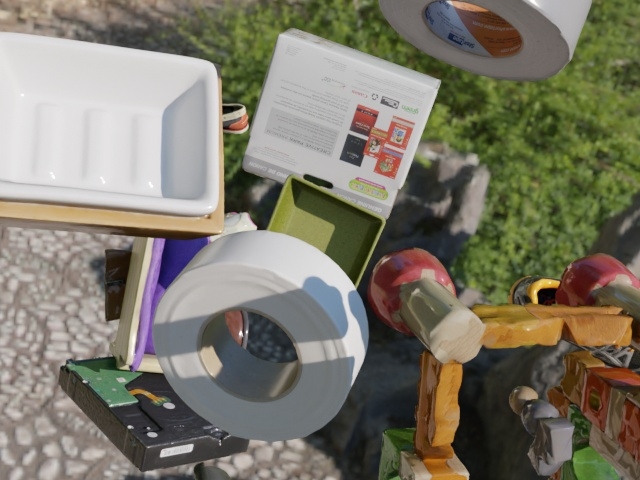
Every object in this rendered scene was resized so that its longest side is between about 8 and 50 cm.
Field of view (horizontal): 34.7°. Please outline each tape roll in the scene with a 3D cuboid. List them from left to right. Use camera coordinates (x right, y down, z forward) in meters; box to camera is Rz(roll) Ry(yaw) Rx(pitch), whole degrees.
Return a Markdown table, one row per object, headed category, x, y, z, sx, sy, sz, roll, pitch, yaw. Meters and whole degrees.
| category | x | y | z | sx | sy | sz | roll | pitch | yaw |
| --- | --- | --- | --- | --- | --- | --- | --- | --- | --- |
| tape roll | -0.081 | 0.133 | 1.393 | 0.286 | 0.286 | 0.100 | 18 | 31 | 9 |
| tape roll | 0.175 | -0.256 | 1.102 | 0.219 | 0.072 | 0.219 | 22 | -12 | 5 |

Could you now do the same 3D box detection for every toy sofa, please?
| category | x | y | z | sx | sy | sz | roll | pitch | yaw |
| --- | --- | --- | --- | --- | --- | --- | --- | --- | --- |
| toy sofa | -0.294 | 0.076 | 1.978 | 0.150 | 0.363 | 0.177 | 9 | 5 | -24 |

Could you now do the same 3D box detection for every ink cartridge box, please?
| category | x | y | z | sx | sy | sz | roll | pitch | yaw |
| --- | --- | --- | --- | --- | --- | --- | --- | --- | --- |
| ink cartridge box | 0.036 | -0.222 | 1.944 | 0.309 | 0.272 | 0.130 | 21 | 19 | 4 |

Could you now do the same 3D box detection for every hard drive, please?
| category | x | y | z | sx | sy | sz | roll | pitch | yaw |
| --- | --- | --- | --- | --- | --- | --- | --- | --- | --- |
| hard drive | -0.319 | 0.314 | 1.943 | 0.237 | 0.064 | 0.339 | -2 | 24 | -42 |

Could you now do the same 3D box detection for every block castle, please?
| category | x | y | z | sx | sy | sz | roll | pitch | yaw |
| --- | --- | --- | --- | --- | --- | --- | --- | --- | --- |
| block castle | 0.191 | 0.239 | 1.071 | 0.303 | 0.453 | 0.213 | 1 | 14 | -13 |

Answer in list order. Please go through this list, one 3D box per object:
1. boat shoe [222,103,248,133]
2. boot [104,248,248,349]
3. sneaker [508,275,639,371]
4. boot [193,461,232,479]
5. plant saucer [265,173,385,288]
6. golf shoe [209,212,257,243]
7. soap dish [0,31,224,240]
| category | x | y | z | sx | sy | sz | roll | pitch | yaw |
| --- | --- | --- | --- | --- | --- | --- | --- | --- | --- |
| boat shoe | -0.180 | -0.197 | 1.608 | 0.137 | 0.043 | 0.049 | 6 | 51 | 10 |
| boot | -0.294 | 0.137 | 2.077 | 0.280 | 0.264 | 0.096 | -5 | -4 | -21 |
| sneaker | 0.327 | 0.098 | 1.207 | 0.214 | 0.084 | 0.083 | 17 | -8 | 9 |
| boot | -0.113 | 0.426 | 1.560 | 0.198 | 0.077 | 0.137 | 48 | 12 | -36 |
| plant saucer | 0.000 | 0.000 | 1.791 | 0.188 | 0.188 | 0.045 | 26 | 19 | 8 |
| golf shoe | -0.221 | 0.000 | 2.354 | 0.140 | 0.115 | 0.306 | -34 | 7 | -12 |
| soap dish | -0.260 | -0.112 | 1.181 | 0.290 | 0.118 | 0.229 | 4 | 65 | -17 |
